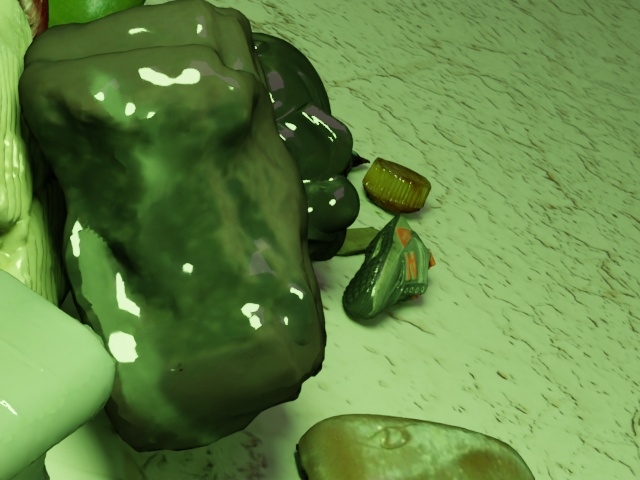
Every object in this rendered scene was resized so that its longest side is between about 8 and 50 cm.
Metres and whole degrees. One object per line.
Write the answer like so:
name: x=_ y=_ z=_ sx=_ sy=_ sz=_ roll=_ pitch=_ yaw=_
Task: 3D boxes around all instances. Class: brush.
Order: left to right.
brush: x=0.000 y=0.000 z=2.138 sx=0.248 sy=0.036 sz=0.043 roll=-6 pitch=50 yaw=-51

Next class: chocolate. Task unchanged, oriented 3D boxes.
chocolate: x=0.107 y=0.221 z=1.779 sx=0.261 sy=0.083 sz=0.161 roll=12 pitch=31 yaw=-31

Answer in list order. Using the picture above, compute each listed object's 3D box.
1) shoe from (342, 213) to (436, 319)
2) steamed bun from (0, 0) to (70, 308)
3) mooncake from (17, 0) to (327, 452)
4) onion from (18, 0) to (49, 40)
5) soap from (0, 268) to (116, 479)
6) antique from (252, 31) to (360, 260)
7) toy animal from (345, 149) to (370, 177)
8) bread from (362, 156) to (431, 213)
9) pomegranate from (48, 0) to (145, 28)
shoe: x=0.084 y=0.041 z=2.106 sx=0.077 sy=0.074 sz=0.194 roll=40 pitch=27 yaw=-8
steamed bun: x=-0.346 y=-0.044 z=1.633 sx=0.219 sy=0.310 sz=0.324 roll=-6 pitch=25 yaw=8
mooncake: x=-0.119 y=-0.027 z=1.671 sx=0.212 sy=0.381 sz=0.350 roll=-15 pitch=21 yaw=-2
onion: x=-0.416 y=-0.219 z=1.827 sx=0.314 sy=0.314 sz=0.232 roll=12 pitch=38 yaw=-30
soap: x=-0.394 y=0.136 z=1.302 sx=0.350 sy=0.213 sz=0.435 roll=33 pitch=25 yaw=13
antique: x=-0.098 y=-0.101 z=1.998 sx=0.255 sy=0.185 sz=0.322 roll=5 pitch=54 yaw=-16
toy animal: x=0.009 y=-0.090 z=2.304 sx=0.105 sy=0.070 sz=0.202 roll=45 pitch=22 yaw=13
bread: x=0.091 y=-0.063 z=2.324 sx=0.085 sy=0.053 sz=0.085 roll=24 pitch=14 yaw=-6
pomegranate: x=-0.303 y=-0.284 z=2.143 sx=0.323 sy=0.291 sz=0.291 roll=56 pitch=15 yaw=-25
